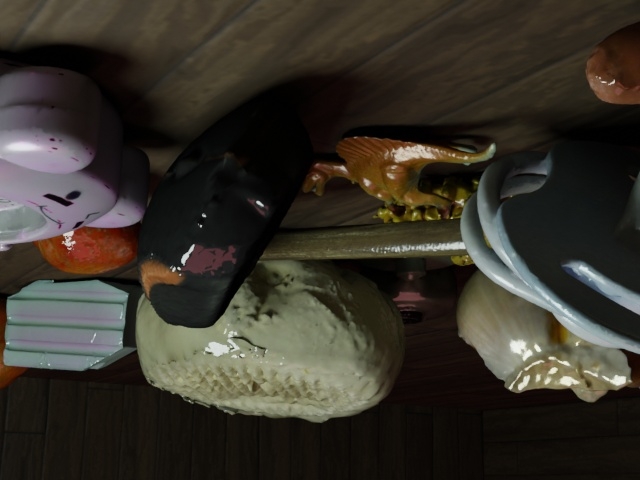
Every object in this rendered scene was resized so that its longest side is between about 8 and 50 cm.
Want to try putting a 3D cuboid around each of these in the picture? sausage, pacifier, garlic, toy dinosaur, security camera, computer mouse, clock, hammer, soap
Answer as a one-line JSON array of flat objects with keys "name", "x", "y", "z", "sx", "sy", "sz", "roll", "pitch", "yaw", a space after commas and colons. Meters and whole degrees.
[{"name": "sausage", "x": 0.322, "y": -0.118, "z": 0.709, "sx": 0.304, "sy": 0.078, "sz": 0.078, "roll": 4, "pitch": 166, "yaw": -18}, {"name": "pacifier", "x": 0.267, "y": -0.043, "z": 0.829, "sx": 0.244, "sy": 0.299, "sz": 0.233, "roll": 34, "pitch": 127, "yaw": 11}, {"name": "garlic", "x": 0.344, "y": 0.108, "z": 1.346, "sx": 0.286, "sy": 0.249, "sz": 0.313, "roll": -28, "pitch": 172, "yaw": 32}, {"name": "toy dinosaur", "x": 0.070, "y": -0.080, "z": 0.960, "sx": 0.142, "sy": 0.057, "sz": 0.212, "roll": 19, "pitch": 153, "yaw": -7}, {"name": "security camera", "x": 0.121, "y": 0.054, "z": 1.419, "sx": 0.157, "sy": 0.080, "sz": 0.301, "roll": 1, "pitch": 163, "yaw": 3}, {"name": "computer mouse", "x": -0.097, "y": -0.020, "z": 0.921, "sx": 0.116, "sy": 0.183, "sz": 0.323, "roll": 28, "pitch": 160, "yaw": -3}, {"name": "clock", "x": -0.325, "y": -0.069, "z": 0.876, "sx": 0.322, "sy": 0.113, "sz": 0.295, "roll": -1, "pitch": 166, "yaw": 3}, {"name": "hammer", "x": 0.000, "y": 0.000, "z": 1.050, "sx": 0.365, "sy": 0.111, "sz": 0.043, "roll": -2, "pitch": 167, "yaw": 39}, {"name": "soap", "x": -0.392, "y": 0.136, "z": 1.657, "sx": 0.230, "sy": 0.145, "sz": 0.091, "roll": 1, "pitch": 176, "yaw": 20}]

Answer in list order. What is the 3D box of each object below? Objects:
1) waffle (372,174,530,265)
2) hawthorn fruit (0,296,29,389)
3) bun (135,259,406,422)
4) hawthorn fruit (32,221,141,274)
[{"name": "waffle", "x": 0.163, "y": -0.017, "z": 1.129, "sx": 0.193, "sy": 0.070, "sz": 0.197, "roll": 6, "pitch": 165, "yaw": -20}, {"name": "hawthorn fruit", "x": -0.571, "y": 0.176, "z": 1.762, "sx": 0.189, "sy": 0.189, "sz": 0.189, "roll": 1, "pitch": 166, "yaw": 0}, {"name": "bun", "x": -0.063, "y": 0.109, "z": 1.352, "sx": 0.360, "sy": 0.211, "sz": 0.359, "roll": 8, "pitch": 159, "yaw": 3}, {"name": "hawthorn fruit", "x": -0.242, "y": -0.018, "z": 1.066, "sx": 0.128, "sy": 0.128, "sz": 0.128, "roll": 1, "pitch": 166, "yaw": 0}]
